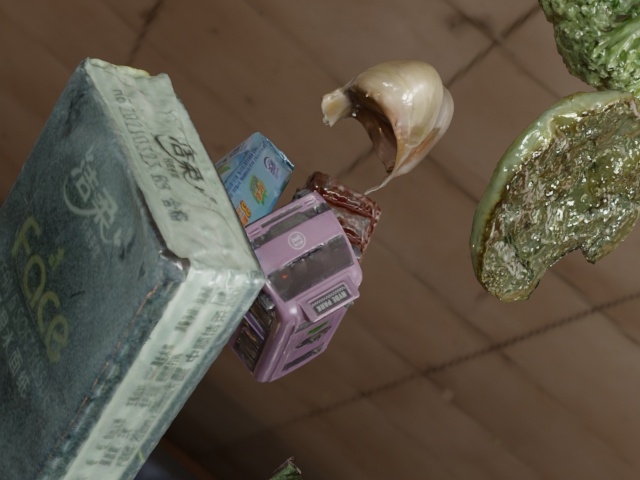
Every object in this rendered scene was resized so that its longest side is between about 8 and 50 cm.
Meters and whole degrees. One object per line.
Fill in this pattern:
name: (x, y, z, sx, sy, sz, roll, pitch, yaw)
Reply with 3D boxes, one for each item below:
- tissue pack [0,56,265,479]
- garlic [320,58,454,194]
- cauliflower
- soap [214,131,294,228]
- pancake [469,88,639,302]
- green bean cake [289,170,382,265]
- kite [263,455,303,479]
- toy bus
tissue pack: (-0.145, 0.045, 0.954, 0.081, 0.257, 0.185, 9, -142, -37)
garlic: (0.074, -0.120, 1.526, 0.099, 0.124, 0.174, 61, 177, 12)
cauliflower: (0.391, -0.285, 1.814, 0.275, 0.272, 0.250, 41, 132, 7)
soap: (-0.132, -0.019, 1.872, 0.156, 0.293, 0.077, -34, 105, 30)
pancake: (0.250, -0.047, 1.587, 0.037, 0.254, 0.253, 46, 169, 40)
green bean cake: (0.000, 0.000, 1.962, 0.097, 0.198, 0.232, 23, 156, -5)
kite: (-0.022, 0.320, 1.459, 0.268, 0.013, 0.323, 11, 125, 40)
toy bus: (-0.032, 0.043, 1.325, 0.108, 0.096, 0.199, 57, 160, 13)
